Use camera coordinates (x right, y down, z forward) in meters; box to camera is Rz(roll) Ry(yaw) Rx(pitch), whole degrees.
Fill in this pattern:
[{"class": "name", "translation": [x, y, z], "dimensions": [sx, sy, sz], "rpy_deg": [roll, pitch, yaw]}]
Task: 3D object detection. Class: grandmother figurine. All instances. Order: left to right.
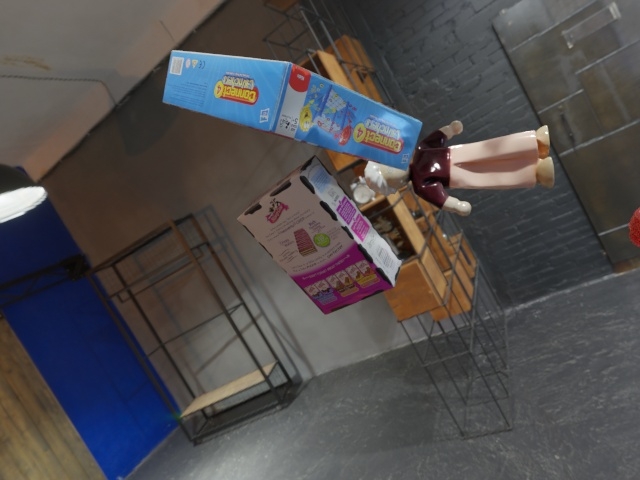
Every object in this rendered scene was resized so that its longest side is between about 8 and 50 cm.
[{"class": "grandmother figurine", "translation": [0.254, -0.148, 0.833], "dimensions": [0.342, 0.104, 0.208], "rpy_deg": [-4, 55, 21]}]

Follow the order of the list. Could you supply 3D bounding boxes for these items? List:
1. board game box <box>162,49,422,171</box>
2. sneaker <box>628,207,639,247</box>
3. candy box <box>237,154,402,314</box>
[{"class": "board game box", "translation": [-0.047, -0.211, 0.701], "dimensions": [0.301, 0.086, 0.308], "rpy_deg": [3, 17, -46]}, {"class": "sneaker", "translation": [0.347, 0.054, 0.356], "dimensions": [0.087, 0.221, 0.128], "rpy_deg": [-71, -3, -63]}, {"class": "candy box", "translation": [0.000, 0.000, 0.702], "dimensions": [0.159, 0.233, 0.071], "rpy_deg": [-28, 20, 37]}]
